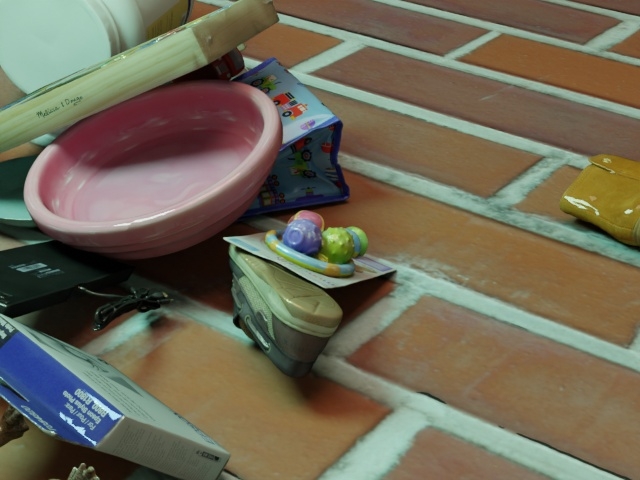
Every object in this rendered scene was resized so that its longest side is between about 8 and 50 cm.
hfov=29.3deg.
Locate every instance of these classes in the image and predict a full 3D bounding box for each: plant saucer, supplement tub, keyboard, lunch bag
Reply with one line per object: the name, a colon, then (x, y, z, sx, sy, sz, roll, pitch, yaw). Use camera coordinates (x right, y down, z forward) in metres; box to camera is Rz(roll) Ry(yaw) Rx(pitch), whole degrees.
plant saucer: (-0.381, -0.059, 1.654, 0.195, 0.037, 0.195, 2, 29, -1)
plant saucer: (-0.202, -0.084, 1.530, 0.332, 0.084, 0.332, -11, 35, 8)
supplement tub: (-0.371, -0.377, 2.013, 0.241, 0.241, 0.331, 9, 30, 13)
keyboard: (-0.288, 0.054, 1.354, 0.201, 0.033, 0.317, 18, 11, 13)
lunch bag: (-0.141, -0.116, 1.696, 0.293, 0.138, 0.221, -20, 37, -17)

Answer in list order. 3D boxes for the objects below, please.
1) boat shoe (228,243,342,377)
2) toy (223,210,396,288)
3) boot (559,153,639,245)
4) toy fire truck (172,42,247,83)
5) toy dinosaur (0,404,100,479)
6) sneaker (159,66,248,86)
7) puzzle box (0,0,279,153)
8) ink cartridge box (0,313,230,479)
boat shoe: (-0.057, 0.072, 1.375, 0.103, 0.092, 0.285, 21, 7, -23)
toy: (0.000, 0.000, 1.451, 0.137, 0.056, 0.237, 24, 9, 19)
boot: (0.483, -0.080, 1.661, 0.295, 0.104, 0.211, -27, 40, -34)
toy fire truck: (-0.157, -0.274, 1.826, 0.135, 0.047, 0.192, -39, 23, -27)
toy dinosaur: (-0.303, 0.251, 1.030, 0.200, 0.127, 0.296, -27, 33, -29)
sneaker: (-0.171, -0.224, 1.912, 0.229, 0.086, 0.132, -22, 39, -37)
puzzle box: (-0.277, -0.222, 1.659, 0.409, 0.052, 0.272, -19, 14, 24)
ink cartridge box: (-0.226, 0.144, 1.156, 0.223, 0.045, 0.224, 28, -3, 38)
